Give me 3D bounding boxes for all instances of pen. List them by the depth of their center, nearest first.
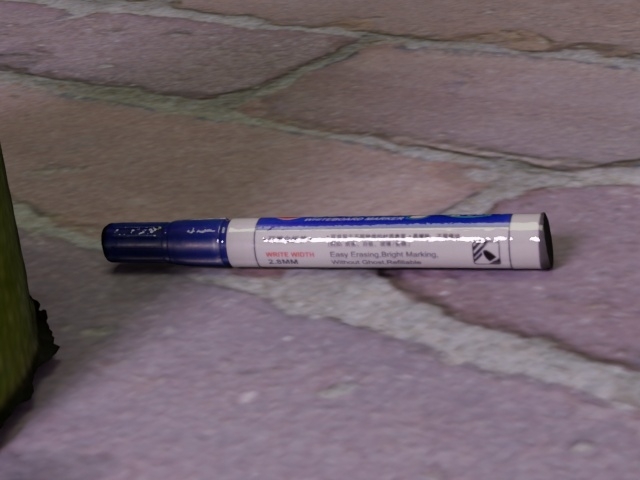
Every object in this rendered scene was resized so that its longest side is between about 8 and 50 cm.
[{"bbox_3d":[0.000,0.000,0.661,0.204,0.025,0.025,0,23,15],"label":"pen"}]

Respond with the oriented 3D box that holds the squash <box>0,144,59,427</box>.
[{"bbox_3d":[-0.273,-0.070,0.535,0.310,0.308,0.310,-6,23,3],"label":"squash"}]
